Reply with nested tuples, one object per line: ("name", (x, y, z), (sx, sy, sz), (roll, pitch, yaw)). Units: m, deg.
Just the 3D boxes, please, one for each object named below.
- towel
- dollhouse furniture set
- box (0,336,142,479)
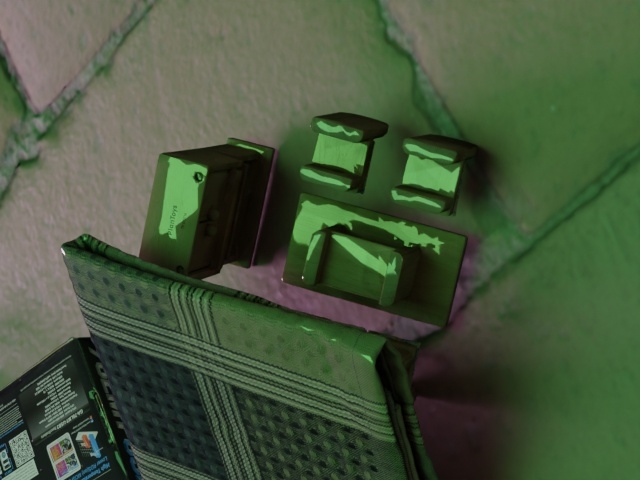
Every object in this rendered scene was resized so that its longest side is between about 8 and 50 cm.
("towel", (-0.038, 0.145, 1.420), (0.324, 0.056, 0.312), (17, 137, 35))
("dollhouse furniture set", (0.000, 0.000, 1.481), (0.242, 0.161, 0.212), (15, 100, 15))
("box", (-0.246, 0.280, 1.688), (0.295, 0.073, 0.293), (-35, 69, 33))
